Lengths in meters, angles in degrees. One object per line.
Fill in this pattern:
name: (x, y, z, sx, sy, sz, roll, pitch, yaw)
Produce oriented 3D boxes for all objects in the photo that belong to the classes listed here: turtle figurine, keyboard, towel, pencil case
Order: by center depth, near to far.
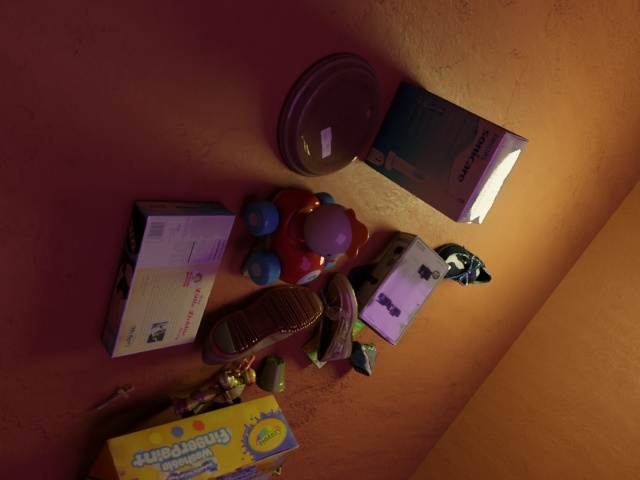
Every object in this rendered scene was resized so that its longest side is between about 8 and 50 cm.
towel: (-0.113, 0.027, 1.241, 0.110, 0.027, 0.148, 18, 108, -51)
turtle figurine: (-0.245, 0.365, 1.315, 0.217, 0.087, 0.269, -24, 172, -10)
pencil case: (-0.227, 0.490, 1.500, 0.070, 0.065, 0.151, -51, 146, -22)
keyboard: (0.143, 0.120, 1.603, 0.180, 0.023, 0.108, -7, 127, -43)

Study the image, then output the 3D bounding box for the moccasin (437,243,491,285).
moccasin: (0.515, 0.089, 1.891, 0.342, 0.117, 0.137, 6, 117, -49)

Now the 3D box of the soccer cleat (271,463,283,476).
soccer cleat: (-0.187, 0.718, 1.696, 0.093, 0.121, 0.289, 15, 110, -52)

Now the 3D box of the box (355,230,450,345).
box: (0.226, 0.138, 1.568, 0.169, 0.087, 0.290, 40, 81, -25)

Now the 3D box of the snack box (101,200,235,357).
snack box: (-0.301, 0.077, 1.056, 0.187, 0.060, 0.321, -2, 123, -45)

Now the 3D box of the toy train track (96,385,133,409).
toy train track: (-0.450, 0.341, 1.174, 0.083, 0.014, 0.048, -30, 147, -17)

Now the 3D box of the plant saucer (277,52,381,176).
plant saucer: (0.032, -0.253, 1.138, 0.278, 0.041, 0.277, -29, 140, -27)

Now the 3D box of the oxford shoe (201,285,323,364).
oxford shoe: (-0.144, 0.206, 1.325, 0.348, 0.123, 0.130, -16, 160, -41)

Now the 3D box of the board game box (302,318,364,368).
board game box: (0.064, 0.274, 1.644, 0.259, 0.039, 0.124, -40, 143, -10)

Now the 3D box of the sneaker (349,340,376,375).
sneaker: (0.142, 0.367, 1.796, 0.098, 0.083, 0.223, -58, 154, -26)

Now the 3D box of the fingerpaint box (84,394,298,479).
fingerpaint box: (-0.335, 0.580, 1.308, 0.445, 0.163, 0.371, -2, 138, -43)

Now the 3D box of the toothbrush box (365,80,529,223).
toothbrush box: (0.278, -0.201, 1.228, 0.126, 0.295, 0.216, 1, 120, -47)

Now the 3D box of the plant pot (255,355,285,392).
plant pot: (-0.132, 0.366, 1.490, 0.083, 0.083, 0.079, -1, 109, -46)

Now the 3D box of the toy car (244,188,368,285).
toy car: (0.000, 0.000, 1.121, 0.219, 0.238, 0.210, -12, 104, -45)

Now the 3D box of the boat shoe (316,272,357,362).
boat shoe: (0.040, 0.225, 1.502, 0.089, 0.104, 0.285, -13, 119, -24)
